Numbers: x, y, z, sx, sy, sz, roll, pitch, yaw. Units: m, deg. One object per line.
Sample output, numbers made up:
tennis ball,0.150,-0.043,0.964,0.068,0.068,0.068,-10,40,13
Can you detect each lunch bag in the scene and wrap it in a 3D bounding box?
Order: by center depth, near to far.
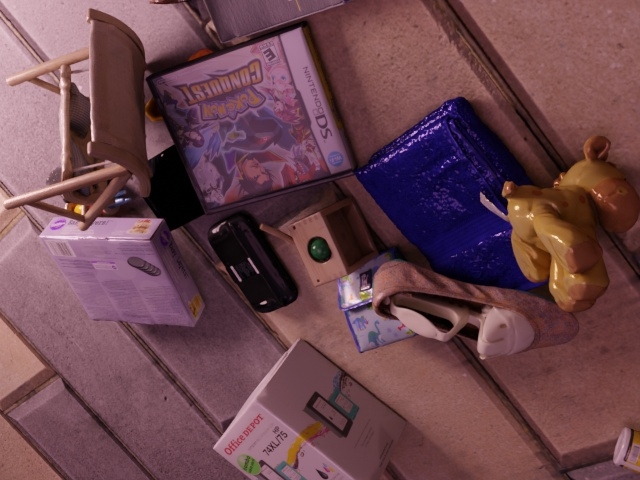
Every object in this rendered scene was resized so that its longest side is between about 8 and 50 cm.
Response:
lunch bag,0.104,0.100,1.262,0.128,0.096,0.151,-23,84,35

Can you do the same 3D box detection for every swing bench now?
swing bench,-0.374,-0.186,1.206,0.254,0.165,0.253,-22,64,34

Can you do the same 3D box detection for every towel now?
towel,0.218,-0.040,1.123,0.227,0.076,0.308,-35,100,37

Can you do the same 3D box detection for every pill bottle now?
pill bottle,0.545,0.355,1.208,0.116,0.065,0.065,19,126,16

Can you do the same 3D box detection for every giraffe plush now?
giraffe plush,0.347,-0.035,0.995,0.210,0.170,0.181,54,171,23

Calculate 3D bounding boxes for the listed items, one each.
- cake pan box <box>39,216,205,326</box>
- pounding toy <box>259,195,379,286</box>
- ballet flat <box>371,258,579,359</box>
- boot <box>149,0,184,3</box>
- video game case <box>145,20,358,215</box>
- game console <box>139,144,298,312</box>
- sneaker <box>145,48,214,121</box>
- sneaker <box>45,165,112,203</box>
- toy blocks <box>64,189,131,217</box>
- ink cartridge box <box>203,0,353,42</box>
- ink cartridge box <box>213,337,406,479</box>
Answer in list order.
cake pan box,-0.387,0.064,1.454,0.266,0.070,0.246,0,132,21
pounding toy,0.000,0.000,1.207,0.100,0.141,0.130,-22,94,35
ballet flat,0.223,0.121,1.117,0.316,0.106,0.108,14,130,15
boot,-0.230,-0.413,1.146,0.118,0.042,0.087,11,110,41
video game case,-0.108,-0.186,1.184,0.274,0.035,0.248,-14,113,17
game console,-0.179,-0.016,1.364,0.213,0.044,0.361,-22,107,37
sneaker,-0.226,-0.249,1.226,0.064,0.067,0.175,49,127,-5
sneaker,-0.461,-0.104,1.420,0.170,0.051,0.089,37,107,30
toy blocks,-0.419,-0.040,1.462,0.148,0.054,0.123,-11,113,31
ink cartridge box,-0.065,-0.456,1.016,0.307,0.072,0.304,-8,114,33
ink cartridge box,-0.020,0.373,1.422,0.270,0.197,0.198,38,128,2
